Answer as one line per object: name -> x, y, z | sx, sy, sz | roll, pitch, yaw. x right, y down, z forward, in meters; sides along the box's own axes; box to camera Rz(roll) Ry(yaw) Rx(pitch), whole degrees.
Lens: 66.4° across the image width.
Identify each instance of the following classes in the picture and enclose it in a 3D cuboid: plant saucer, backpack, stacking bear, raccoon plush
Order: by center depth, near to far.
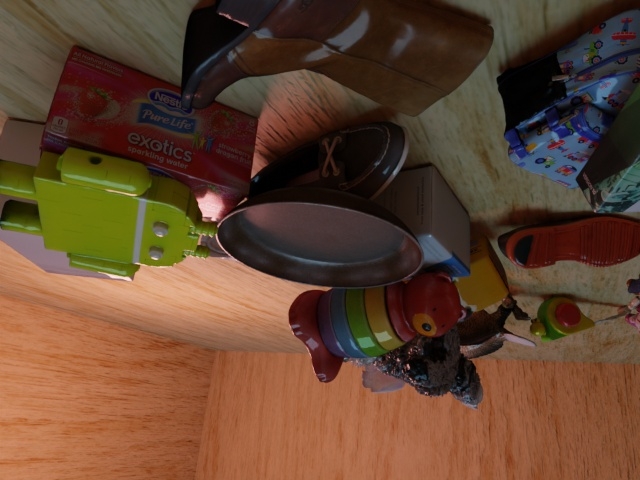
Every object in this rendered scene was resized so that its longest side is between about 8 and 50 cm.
backpack -> 0.301, -0.147, 0.516 | 0.158, 0.117, 0.173 | 17, 154, -30
plant saucer -> 0.000, 0.000, 0.741 | 0.310, 0.050, 0.311 | 7, 155, 3
stacking bear -> 0.116, 0.137, 0.907 | 0.288, 0.164, 0.176 | -17, 109, 27
raccoon plush -> 0.214, 0.333, 1.307 | 0.299, 0.216, 0.447 | -5, 127, 39

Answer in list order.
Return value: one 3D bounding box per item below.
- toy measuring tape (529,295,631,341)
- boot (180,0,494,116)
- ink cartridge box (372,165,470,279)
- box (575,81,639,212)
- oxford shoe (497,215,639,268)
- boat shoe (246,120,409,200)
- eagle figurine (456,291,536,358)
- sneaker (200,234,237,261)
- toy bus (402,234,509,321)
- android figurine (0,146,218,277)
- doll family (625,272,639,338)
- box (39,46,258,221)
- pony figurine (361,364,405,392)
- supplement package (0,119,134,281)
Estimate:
toy measuring tape -> 0.751, 0.206, 1.433 | 0.329, 0.122, 0.121 | -14, 164, -14
boot -> 0.000, -0.198, 0.546 | 0.280, 0.096, 0.264 | 8, 154, -29
ink cartridge box -> 0.099, -0.011, 0.917 | 0.307, 0.129, 0.223 | -7, 157, 31
box -> 0.391, -0.147, 0.388 | 0.232, 0.059, 0.322 | -4, 142, -6
oxford shoe -> 0.477, -0.006, 0.934 | 0.271, 0.097, 0.098 | -1, -166, -2
boat shoe -> -0.009, -0.096, 0.743 | 0.095, 0.112, 0.335 | 12, 163, -31
eagle figurine -> 0.446, 0.258, 1.435 | 0.298, 0.226, 0.225 | -38, -170, 12
sneaker -> -0.165, 0.017, 1.158 | 0.234, 0.090, 0.095 | 14, 172, -11
toy bus -> 0.217, 0.116, 1.040 | 0.332, 0.130, 0.108 | -26, 109, 25
android figurine -> -0.277, -0.027, 0.653 | 0.272, 0.056, 0.248 | 14, 144, -18
doll family -> 0.627, 0.051, 0.884 | 0.118, 0.263, 0.163 | 41, -176, 17
box -> -0.228, -0.132, 0.671 | 0.256, 0.128, 0.122 | 17, 155, -27
pony figurine -> 0.297, 0.364, 1.715 | 0.350, 0.303, 0.363 | 11, -174, -14
supplement package -> -0.434, -0.052, 0.876 | 0.175, 0.178, 0.293 | 7, 161, -6
